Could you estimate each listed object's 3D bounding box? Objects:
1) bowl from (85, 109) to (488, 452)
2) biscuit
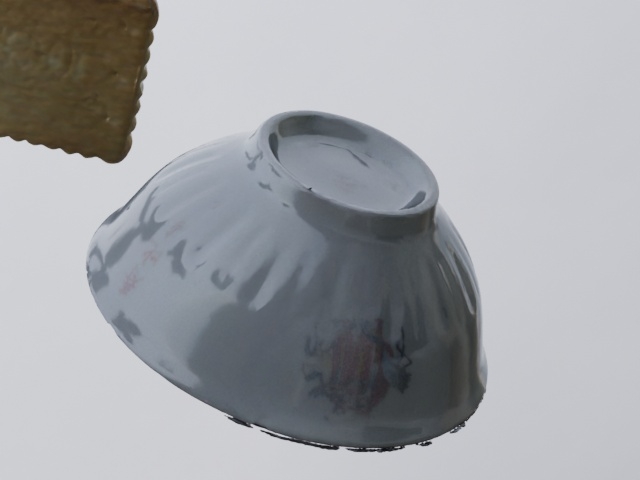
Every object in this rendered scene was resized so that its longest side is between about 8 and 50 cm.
[{"bbox_3d":[0.000,0.000,0.866,0.189,0.189,0.086,-10,-48,-42],"label":"bowl"},{"bbox_3d":[-0.264,-0.159,1.633,0.250,0.030,0.160,13,-62,-3],"label":"biscuit"}]
